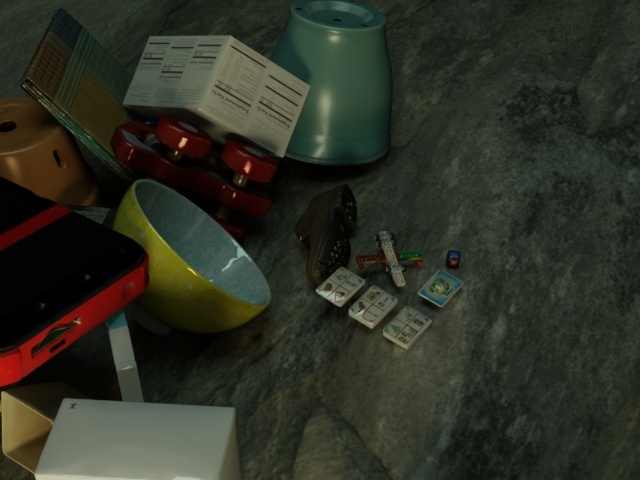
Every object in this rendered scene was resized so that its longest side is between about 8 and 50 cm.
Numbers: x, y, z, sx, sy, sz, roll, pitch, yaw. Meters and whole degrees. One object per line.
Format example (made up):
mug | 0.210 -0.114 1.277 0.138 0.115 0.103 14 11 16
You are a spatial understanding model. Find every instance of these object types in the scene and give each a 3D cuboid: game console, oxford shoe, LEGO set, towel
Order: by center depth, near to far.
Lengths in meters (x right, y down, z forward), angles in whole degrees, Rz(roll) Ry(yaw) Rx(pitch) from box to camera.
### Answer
game console | -0.459 0.044 1.703 0.342 0.060 0.386 23 31 19
LEGO set | 0.129 0.075 2.050 0.182 0.060 0.244 30 47 19
oxford shoe | 0.000 0.000 2.129 0.096 0.083 0.227 -15 33 22
towel | -0.377 -0.230 2.259 0.040 0.370 0.271 -33 28 26

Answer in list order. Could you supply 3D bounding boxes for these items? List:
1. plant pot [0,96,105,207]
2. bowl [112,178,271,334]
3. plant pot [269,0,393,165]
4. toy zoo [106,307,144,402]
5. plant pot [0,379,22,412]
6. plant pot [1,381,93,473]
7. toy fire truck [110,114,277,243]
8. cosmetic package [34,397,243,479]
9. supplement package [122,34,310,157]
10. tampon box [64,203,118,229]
plant pot | -0.542 -0.120 2.202 0.290 0.203 0.291 -2 37 1
bowl | -0.232 0.056 1.957 0.156 0.289 0.289 -47 39 12
plant pot | 0.020 -0.316 2.351 0.271 0.255 0.272 7 29 -4
toy zoo | -0.278 0.190 1.773 0.030 0.192 0.293 -11 38 -10
plant pot | -0.550 0.124 1.855 0.254 0.254 0.239 -3 21 -1
plant pot | -0.381 0.262 1.762 0.109 0.109 0.096 23 31 31
toy fire truck | -0.231 -0.130 2.177 0.302 0.169 0.254 21 14 -24
cosmetic package | -0.217 0.327 1.555 0.224 0.225 0.138 2 36 7
supplement package | -0.190 -0.261 2.233 0.262 0.204 0.145 12 78 50
tampon box | -0.394 0.035 2.050 0.101 0.120 0.161 5 37 9
